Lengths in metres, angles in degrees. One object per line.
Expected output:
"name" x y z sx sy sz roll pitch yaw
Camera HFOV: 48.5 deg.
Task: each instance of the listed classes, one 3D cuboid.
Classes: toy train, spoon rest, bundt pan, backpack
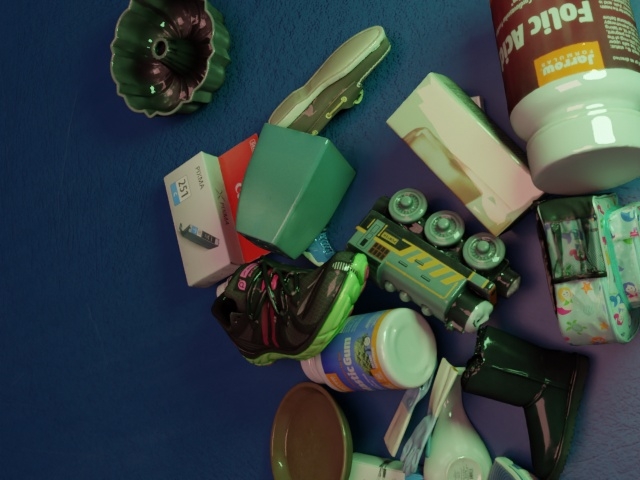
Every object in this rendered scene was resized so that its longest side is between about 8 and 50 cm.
"toy train" 0.207 0.040 1.355 0.334 0.142 0.190 34 77 28
"spoon rest" 0.266 0.377 1.368 0.137 0.084 0.276 0 89 -5
"bundt pan" -0.351 -0.451 1.725 0.331 0.124 0.330 -1 88 29
"backpack" 0.470 0.048 1.187 0.191 0.225 0.253 -3 93 33

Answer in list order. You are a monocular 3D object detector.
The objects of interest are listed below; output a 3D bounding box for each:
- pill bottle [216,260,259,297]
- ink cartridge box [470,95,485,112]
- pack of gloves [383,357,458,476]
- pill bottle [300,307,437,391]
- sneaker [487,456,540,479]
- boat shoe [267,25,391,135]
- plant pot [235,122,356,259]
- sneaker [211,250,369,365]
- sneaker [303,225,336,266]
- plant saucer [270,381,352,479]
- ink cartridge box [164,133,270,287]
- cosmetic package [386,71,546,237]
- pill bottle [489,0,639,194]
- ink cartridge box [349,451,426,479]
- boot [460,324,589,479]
"pill bottle" -0.167 0.104 1.628 0.137 0.078 0.078 -28 75 26
"ink cartridge box" 0.295 -0.222 1.402 0.063 0.029 0.115 -8 93 29
"pack of gloves" 0.204 0.329 1.369 0.046 0.195 0.232 22 96 -9
"pill bottle" 0.084 0.224 1.413 0.272 0.152 0.152 -18 79 48
"sneaker" 0.438 0.519 1.248 0.315 0.182 0.127 33 105 57
"boat shoe" 0.030 -0.320 1.520 0.324 0.097 0.116 -40 30 19
"plant pot" -0.067 -0.092 1.490 0.166 0.166 0.234 19 79 29
"sneaker" -0.083 0.126 1.412 0.202 0.185 0.483 42 142 -14
"sneaker" -0.001 0.000 1.548 0.152 0.058 0.084 36 114 32
"plant saucer" -0.019 0.440 1.501 0.278 0.041 0.277 -17 68 51
"ink cartridge box" -0.228 -0.074 1.654 0.261 0.066 0.296 -28 67 27
"cosmetic package" 0.281 -0.159 1.316 0.129 0.153 0.296 -46 75 24
"pill bottle" 0.416 -0.290 1.182 0.224 0.224 0.392 -15 67 28
"ink cartridge box" 0.135 0.520 1.441 0.191 0.082 0.139 3 89 31
"boot" 0.353 0.293 1.285 0.207 0.094 0.246 14 89 9
